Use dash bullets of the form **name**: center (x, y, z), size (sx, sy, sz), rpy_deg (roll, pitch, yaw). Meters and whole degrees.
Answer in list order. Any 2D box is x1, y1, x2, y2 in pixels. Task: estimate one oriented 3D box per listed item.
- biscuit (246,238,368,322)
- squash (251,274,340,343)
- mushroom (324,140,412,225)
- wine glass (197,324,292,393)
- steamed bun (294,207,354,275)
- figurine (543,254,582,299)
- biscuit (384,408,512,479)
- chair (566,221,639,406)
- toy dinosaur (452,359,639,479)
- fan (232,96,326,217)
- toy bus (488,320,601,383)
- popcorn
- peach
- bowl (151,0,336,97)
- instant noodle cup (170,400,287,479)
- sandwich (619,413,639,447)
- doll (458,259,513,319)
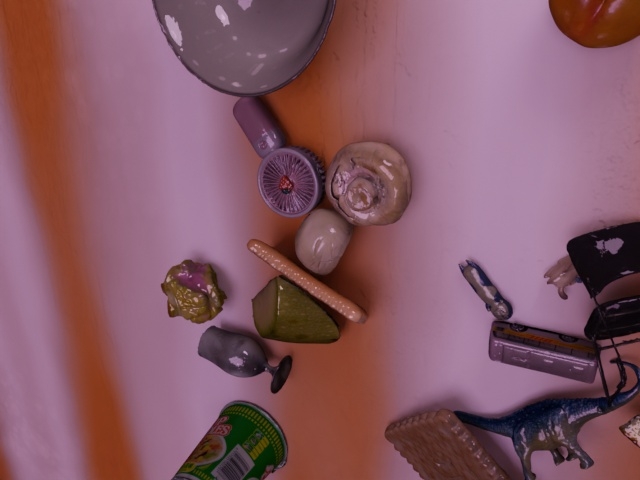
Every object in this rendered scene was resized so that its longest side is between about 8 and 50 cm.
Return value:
- **biscuit**: center (-0.020, 0.078, 1.012), size (0.250, 0.160, 0.030), rpy_deg (33, 88, 14)
- **squash**: center (-0.058, 0.172, 1.055), size (0.184, 0.085, 0.192), rpy_deg (37, 150, -4)
- **mushroom**: center (0.077, -0.091, 0.901), size (0.154, 0.122, 0.154), rpy_deg (12, 120, 22)
- **wine glass**: center (-0.171, 0.259, 1.190), size (0.202, 0.093, 0.092), rpy_deg (21, 118, 20)
- **steamed bun**: center (0.000, 0.000, 0.972), size (0.091, 0.112, 0.130), rpy_deg (24, 145, -7)
- **figurine**: center (0.395, 0.051, 0.835), size (0.051, 0.047, 0.083), rpy_deg (40, 117, -8)
- **biscuit**: center (0.283, 0.464, 1.030), size (0.324, 0.044, 0.217), rpy_deg (48, 140, 3)
- **chair**: center (0.449, 0.103, 0.773), size (0.140, 0.221, 0.145), rpy_deg (-15, 147, 9)
- **toy dinosaur**: center (0.392, 0.325, 0.921), size (0.363, 0.077, 0.147), rpy_deg (-34, 79, 40)
- **fan**: center (-0.082, -0.157, 0.989), size (0.130, 0.074, 0.244), rpy_deg (-33, 91, 34)
- **toy bus**: center (0.363, 0.181, 0.883), size (0.172, 0.072, 0.057), rpy_deg (9, 117, 26)
- **popcorn**: center (-0.277, 0.114, 1.173), size (0.145, 0.125, 0.126), rpy_deg (43, 115, -4)
- **peach**: center (0.354, -0.305, 0.663), size (0.138, 0.138, 0.138), rpy_deg (10, 114, 25)
- **bowl**: center (-0.093, -0.406, 0.847), size (0.338, 0.157, 0.336), rpy_deg (11, 115, 25)
- **instant noodle cup**: center (-0.217, 0.524, 1.234), size (0.207, 0.233, 0.206), rpy_deg (10, 114, 24)
- **sandwich**: center (0.588, 0.318, 0.810), size (0.245, 0.088, 0.090), rpy_deg (33, 113, 18)
- **doll**: center (0.282, 0.085, 0.914), size (0.125, 0.027, 0.037), rpy_deg (51, 131, 2)
